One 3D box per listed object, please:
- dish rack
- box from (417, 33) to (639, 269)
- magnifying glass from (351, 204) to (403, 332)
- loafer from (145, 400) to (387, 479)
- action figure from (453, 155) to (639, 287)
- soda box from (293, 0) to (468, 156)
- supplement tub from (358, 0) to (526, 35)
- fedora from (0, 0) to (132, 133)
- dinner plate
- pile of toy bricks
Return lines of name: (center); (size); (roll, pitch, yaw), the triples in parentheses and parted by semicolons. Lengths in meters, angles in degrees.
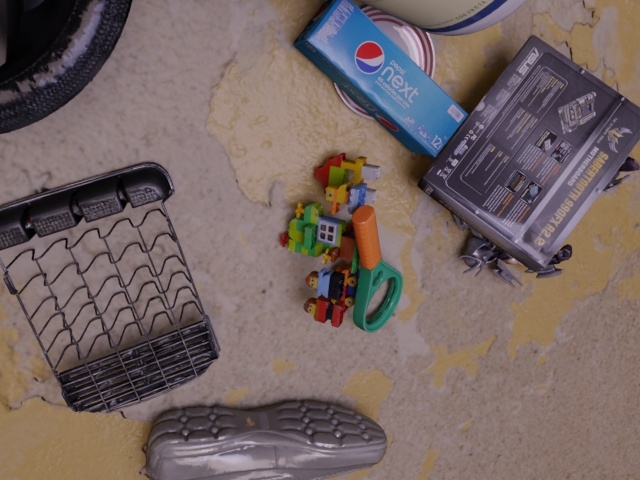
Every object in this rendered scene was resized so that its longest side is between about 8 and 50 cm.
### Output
dish rack: (-0.241, 0.065, 0.662); (0.208, 0.074, 0.271); (-19, 111, -10)
box: (0.263, -0.109, 0.698); (0.183, 0.056, 0.231); (37, 87, 4)
magnifying glass: (0.068, 0.041, 0.709); (0.092, 0.026, 0.231); (-47, 145, -23)
loafer: (-0.069, 0.288, 0.756); (0.320, 0.112, 0.111); (3, 108, -10)
action figure: (0.306, -0.050, 0.785); (0.285, 0.099, 0.185); (-40, 117, 0)
soda box: (0.072, -0.191, 0.670); (0.210, 0.071, 0.067); (38, 91, -21)
supplement tub: (0.059, -0.346, 0.513); (0.325, 0.235, 0.235); (5, 103, -38)
fedora: (-0.321, -0.264, 0.504); (0.334, 0.152, 0.334); (-4, 106, -16)
dinner plate: (0.079, -0.224, 0.711); (0.141, 0.017, 0.141); (-4, 105, -17)
pile of toy bricks: (0.000, 0.000, 0.712); (0.105, 0.118, 0.212); (14, 115, 19)
